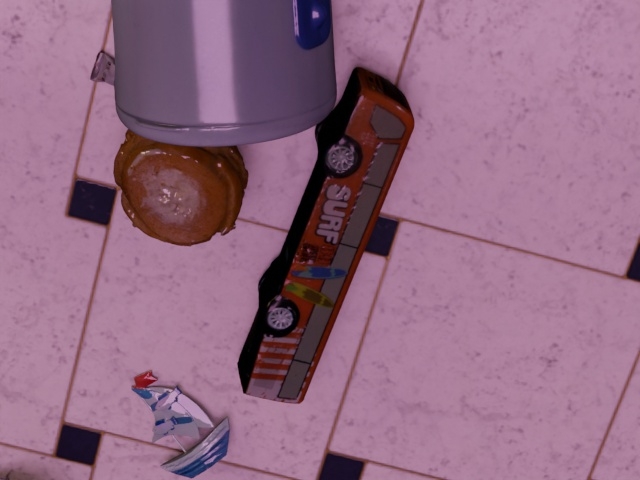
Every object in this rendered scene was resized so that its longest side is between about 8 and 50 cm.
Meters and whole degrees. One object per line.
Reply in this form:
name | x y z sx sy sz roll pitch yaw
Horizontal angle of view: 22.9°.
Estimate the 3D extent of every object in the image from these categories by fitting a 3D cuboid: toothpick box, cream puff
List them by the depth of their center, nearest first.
toothpick box | -0.095 -0.293 1.616 0.263 0.263 0.354 -2 112 2
cream puff | -0.156 -0.076 1.780 0.150 0.115 0.165 15 126 -3

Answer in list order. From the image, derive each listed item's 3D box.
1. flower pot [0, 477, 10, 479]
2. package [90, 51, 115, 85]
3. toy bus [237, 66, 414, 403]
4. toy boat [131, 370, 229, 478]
flower pot | -0.410 0.474 1.967 0.265 0.265 0.243 -23 122 11
package | -0.205 -0.179 1.792 0.110 0.015 0.037 20 118 -6
toy bus | 0.000 0.000 1.825 0.092 0.093 0.408 16 114 -14
toy boat | -0.167 0.224 1.966 0.105 0.034 0.149 -14 100 11
